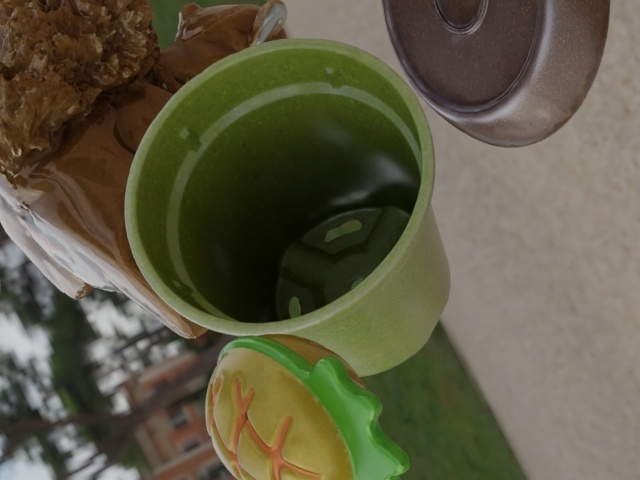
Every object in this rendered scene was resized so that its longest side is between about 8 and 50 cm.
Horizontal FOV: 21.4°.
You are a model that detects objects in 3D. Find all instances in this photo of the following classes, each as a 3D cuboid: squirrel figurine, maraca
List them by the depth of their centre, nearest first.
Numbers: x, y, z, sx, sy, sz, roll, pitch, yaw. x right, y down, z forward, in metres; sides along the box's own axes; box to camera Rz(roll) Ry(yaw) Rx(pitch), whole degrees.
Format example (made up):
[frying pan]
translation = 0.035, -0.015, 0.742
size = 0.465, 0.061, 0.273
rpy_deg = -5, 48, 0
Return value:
[maraca]
translation = -0.008, 0.117, 1.090
size = 0.185, 0.099, 0.127
rpy_deg = -1, 122, 56
[squirrel figurine]
translation = -0.199, -0.155, 1.851
size = 0.397, 0.370, 0.281
rpy_deg = 48, 159, -27

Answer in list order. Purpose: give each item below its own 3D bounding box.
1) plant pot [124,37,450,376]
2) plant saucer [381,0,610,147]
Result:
[plant pot]
translation = 0.000, 0.000, 1.522
size = 0.276, 0.276, 0.254
rpy_deg = 63, -175, 30
[plant saucer]
translation = 0.080, -0.129, 0.868
size = 0.168, 0.029, 0.168
rpy_deg = 25, 121, 51
